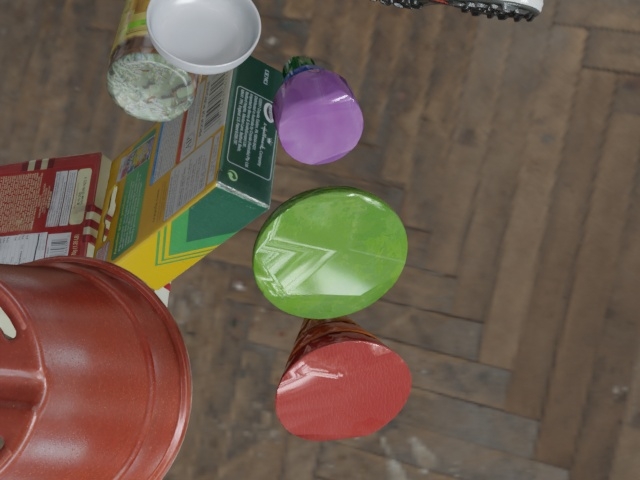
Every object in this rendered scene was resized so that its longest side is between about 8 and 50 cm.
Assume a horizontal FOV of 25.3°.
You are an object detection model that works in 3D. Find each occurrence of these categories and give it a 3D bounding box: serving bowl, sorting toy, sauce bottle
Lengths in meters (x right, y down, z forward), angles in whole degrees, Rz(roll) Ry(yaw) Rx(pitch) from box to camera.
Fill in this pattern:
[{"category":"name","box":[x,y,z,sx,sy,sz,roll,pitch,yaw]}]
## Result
[{"category":"serving bowl","box":[-0.086,-0.152,1.038,0.083,0.027,0.083,5,60,-9]},{"category":"sorting toy","box":[0.000,0.000,1.204,0.127,0.366,0.126,-10,37,-6]},{"category":"sauce bottle","box":[-0.178,-0.296,1.720,0.111,0.111,0.344,-19,43,25]}]

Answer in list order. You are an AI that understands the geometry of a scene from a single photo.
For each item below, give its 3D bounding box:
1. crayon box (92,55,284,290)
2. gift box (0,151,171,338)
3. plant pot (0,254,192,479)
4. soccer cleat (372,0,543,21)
[{"category":"crayon box","box":[-0.171,-0.074,1.811,0.323,0.083,0.203,-33,42,46]},{"category":"gift box","box":[-0.341,0.039,2.073,0.276,0.258,0.255,0,68,25]},{"category":"plant pot","box":[-0.287,0.131,1.278,0.272,0.265,0.273,-2,82,14]},{"category":"soccer cleat","box":[0.133,-0.346,1.748,0.318,0.108,0.117,13,91,31]}]
